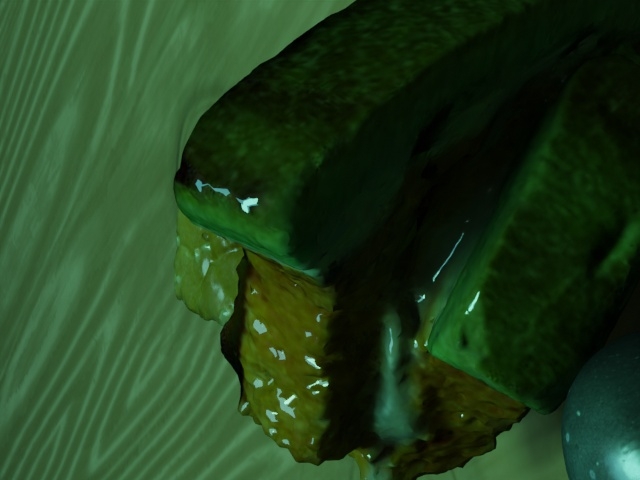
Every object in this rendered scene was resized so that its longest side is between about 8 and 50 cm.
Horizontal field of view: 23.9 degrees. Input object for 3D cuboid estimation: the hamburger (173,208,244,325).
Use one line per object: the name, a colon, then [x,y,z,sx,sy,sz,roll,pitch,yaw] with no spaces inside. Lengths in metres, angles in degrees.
hamburger: [0.000,0.000,0.939,0.207,0.135,0.155,36,132,54]

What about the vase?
vase: [0.175,0.055,0.615,0.120,0.120,0.183,56,133,43]

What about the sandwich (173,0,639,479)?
sandwich: [0.060,0.022,0.716,0.162,0.250,0.301,42,143,30]
